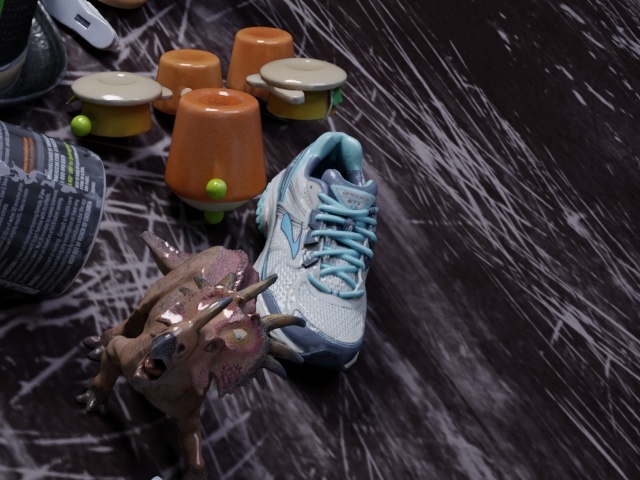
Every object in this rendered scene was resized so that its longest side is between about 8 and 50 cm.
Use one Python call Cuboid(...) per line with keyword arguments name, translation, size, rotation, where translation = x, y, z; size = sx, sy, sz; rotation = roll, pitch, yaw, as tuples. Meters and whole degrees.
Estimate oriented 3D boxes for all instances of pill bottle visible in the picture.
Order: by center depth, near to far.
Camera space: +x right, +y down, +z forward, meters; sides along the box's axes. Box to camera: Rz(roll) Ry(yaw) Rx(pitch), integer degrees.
Cuboid(name="pill bottle", translation=(-0.306, -0.046, 1.557), size=(0.246, 0.130, 0.130), rotation=(18, 35, -26))

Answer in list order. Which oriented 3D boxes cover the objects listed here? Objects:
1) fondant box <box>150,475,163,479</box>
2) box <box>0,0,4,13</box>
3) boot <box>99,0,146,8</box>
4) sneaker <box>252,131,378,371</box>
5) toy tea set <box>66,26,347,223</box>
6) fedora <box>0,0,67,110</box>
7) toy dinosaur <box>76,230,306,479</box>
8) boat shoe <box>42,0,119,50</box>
Cuboid(name="fondant box", translation=(-0.107, 0.328, 1.275), size=(0.238, 0.096, 0.330), rotation=(38, 30, 4))
Cuboid(name="box", translation=(-0.384, -0.198, 1.518), size=(0.231, 0.126, 0.262), rotation=(18, 11, 0))
Cuboid(name="boot", translation=(-0.156, -0.369, 2.056), size=(0.109, 0.220, 0.283), rotation=(40, 31, 8))
Cuboid(name="sneaker", translation=(0.000, 0.000, 1.798), size=(0.110, 0.122, 0.283), rotation=(21, 34, -22))
Cuboid(name="toy tea set", translation=(-0.089, -0.112, 1.915), size=(0.200, 0.124, 0.336), rotation=(17, 25, 30))
Cuboid(name="fedora", translation=(-0.358, -0.275, 1.801), size=(0.334, 0.152, 0.334), rotation=(25, 32, -17))
Cuboid(name="toy dinosaur", translation=(-0.093, 0.064, 1.545), size=(0.127, 0.200, 0.295), rotation=(26, 32, -16))
Cuboid(name="boat shoe", translation=(-0.241, -0.226, 1.968), size=(0.100, 0.035, 0.035), rotation=(39, 4, 13))
